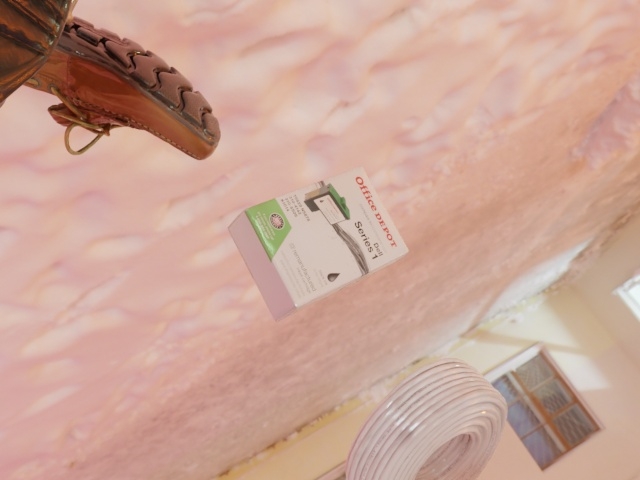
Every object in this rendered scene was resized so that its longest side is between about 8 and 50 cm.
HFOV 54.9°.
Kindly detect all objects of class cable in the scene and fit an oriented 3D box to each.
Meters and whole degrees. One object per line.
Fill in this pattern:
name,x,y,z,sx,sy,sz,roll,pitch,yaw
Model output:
cable,0.149,0.289,0.863,0.257,0.089,0.257,-39,136,-10

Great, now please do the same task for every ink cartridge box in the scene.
ink cartridge box,0.000,0.000,0.921,0.220,0.160,0.092,-25,173,-31

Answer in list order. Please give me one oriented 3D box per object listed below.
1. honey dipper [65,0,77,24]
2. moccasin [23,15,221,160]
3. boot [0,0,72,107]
honey dipper,-0.283,-0.341,0.763,0.160,0.031,0.030,-63,154,3
moccasin,-0.315,-0.205,0.821,0.380,0.139,0.146,24,116,-14
boot,-0.368,-0.115,0.505,0.284,0.377,0.138,1,158,41
